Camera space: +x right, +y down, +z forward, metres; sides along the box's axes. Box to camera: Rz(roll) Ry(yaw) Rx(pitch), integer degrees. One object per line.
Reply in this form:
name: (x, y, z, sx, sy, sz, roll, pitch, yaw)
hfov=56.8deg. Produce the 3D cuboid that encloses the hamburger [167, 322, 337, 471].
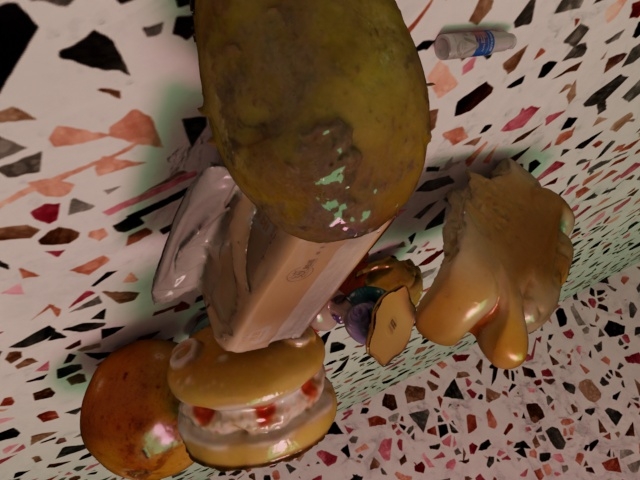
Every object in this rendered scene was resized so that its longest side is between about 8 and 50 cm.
hamburger: (-0.109, 0.211, 0.965, 0.261, 0.186, 0.302, -8, -170, 10)

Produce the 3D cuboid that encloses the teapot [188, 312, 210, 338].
teapot: (-0.167, 0.211, 1.185, 0.159, 0.158, 0.232, 0, 143, -46)

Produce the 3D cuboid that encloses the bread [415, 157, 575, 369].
bread: (0.343, 0.029, 1.130, 0.424, 0.245, 0.328, -49, 145, -40)

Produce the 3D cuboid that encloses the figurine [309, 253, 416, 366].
figurine: (0.046, 0.119, 1.165, 0.181, 0.257, 0.208, -5, 109, -53)

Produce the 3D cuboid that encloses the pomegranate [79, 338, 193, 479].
pomegranate: (-0.309, 0.308, 1.102, 0.265, 0.264, 0.264, -23, 155, -12)

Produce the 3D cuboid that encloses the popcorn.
popcorn: (0.146, 0.106, 1.328, 0.167, 0.152, 0.148, -5, 118, 4)

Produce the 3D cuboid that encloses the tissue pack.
tissue pack: (-0.090, -0.014, 0.763, 0.239, 0.238, 0.305, -10, 151, -34)

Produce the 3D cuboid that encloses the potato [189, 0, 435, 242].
potato: (-0.004, -0.128, 0.561, 0.229, 0.265, 0.229, -21, 163, -7)

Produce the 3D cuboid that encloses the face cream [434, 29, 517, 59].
face cream: (0.214, -0.266, 0.801, 0.130, 0.034, 0.034, -14, 152, -28)
